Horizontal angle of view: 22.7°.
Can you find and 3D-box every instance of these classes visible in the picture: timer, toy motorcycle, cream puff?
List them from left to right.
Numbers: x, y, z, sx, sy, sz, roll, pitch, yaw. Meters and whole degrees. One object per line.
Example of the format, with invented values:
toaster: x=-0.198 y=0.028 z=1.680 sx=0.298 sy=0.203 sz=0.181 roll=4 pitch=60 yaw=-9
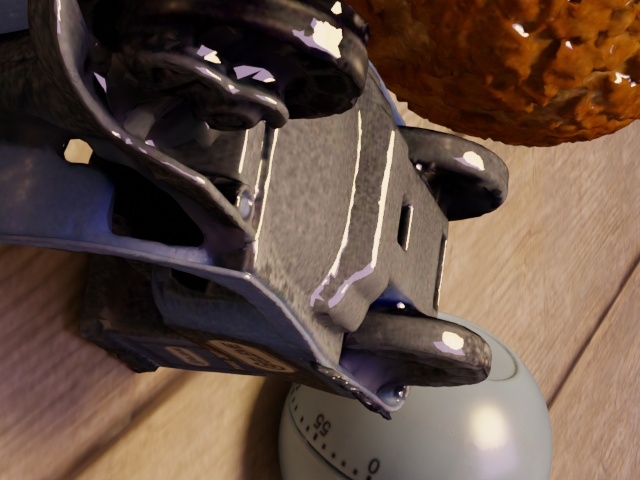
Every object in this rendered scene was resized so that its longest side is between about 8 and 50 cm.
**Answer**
toy motorcycle: x=-0.053 y=-0.019 z=0.596 sx=0.358 sy=0.213 sz=0.125 roll=49 pitch=47 yaw=-65
timer: x=0.054 y=0.166 z=0.929 sx=0.175 sy=0.175 sz=0.255 roll=-27 pitch=119 yaw=-64
cream puff: x=0.074 y=-0.181 z=0.813 sx=0.303 sy=0.212 sz=0.303 roll=55 pitch=6 yaw=-9
